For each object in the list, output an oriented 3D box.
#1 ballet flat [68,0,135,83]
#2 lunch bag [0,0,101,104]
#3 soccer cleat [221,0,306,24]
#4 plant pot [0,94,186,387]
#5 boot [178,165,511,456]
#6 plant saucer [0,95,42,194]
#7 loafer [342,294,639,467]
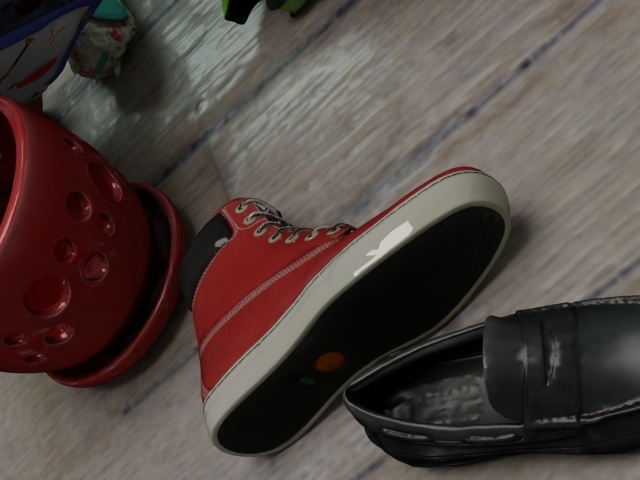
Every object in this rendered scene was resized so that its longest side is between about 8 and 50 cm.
[{"bbox_3d":[-0.238,-0.231,1.113,0.241,0.091,0.077,-116,37,-48],"label":"ballet flat"},{"bbox_3d":[-0.342,-0.202,0.863,0.239,0.385,0.328,27,44,23],"label":"lunch bag"},{"bbox_3d":[-0.010,-0.217,0.909,0.179,0.060,0.072,-13,75,41],"label":"soccer cleat"},{"bbox_3d":[-0.212,0.013,0.873,0.191,0.174,0.191,-22,54,33],"label":"plant pot"},{"bbox_3d":[0.000,0.000,0.750,0.244,0.088,0.176,-41,43,24],"label":"boot"},{"bbox_3d":[-0.386,-0.051,1.159,0.259,0.047,0.258,6,72,40],"label":"plant saucer"},{"bbox_3d":[0.111,0.072,0.605,0.223,0.078,0.076,-20,55,35],"label":"loafer"}]
